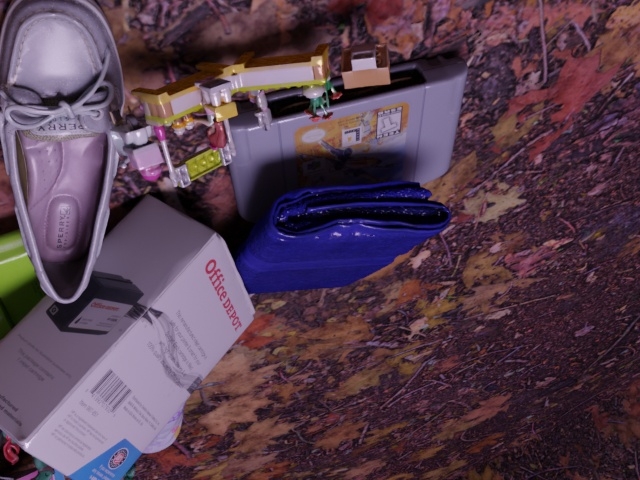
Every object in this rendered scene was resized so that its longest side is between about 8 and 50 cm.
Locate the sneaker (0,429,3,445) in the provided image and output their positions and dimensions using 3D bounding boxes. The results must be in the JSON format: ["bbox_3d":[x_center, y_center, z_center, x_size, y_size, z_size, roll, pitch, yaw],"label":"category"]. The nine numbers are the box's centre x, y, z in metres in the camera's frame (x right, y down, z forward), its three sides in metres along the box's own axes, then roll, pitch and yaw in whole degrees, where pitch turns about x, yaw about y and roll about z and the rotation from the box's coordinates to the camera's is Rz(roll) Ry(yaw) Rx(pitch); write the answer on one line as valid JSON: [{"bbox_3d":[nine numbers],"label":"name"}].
[{"bbox_3d":[-0.659,0.348,1.043,0.384,0.145,0.147,-31,140,8],"label":"sneaker"}]

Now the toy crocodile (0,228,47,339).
[{"bbox_3d":[-0.364,0.101,0.901,0.115,0.105,0.340,-24,144,-15],"label":"toy crocodile"}]

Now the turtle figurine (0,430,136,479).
[{"bbox_3d":[-0.393,0.301,1.024,0.234,0.118,0.175,12,96,-16],"label":"turtle figurine"}]

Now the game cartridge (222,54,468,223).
[{"bbox_3d":[0.032,-0.115,0.846,0.297,0.062,0.198,-15,141,-8],"label":"game cartridge"}]

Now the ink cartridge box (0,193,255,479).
[{"bbox_3d":[-0.241,0.132,0.843,0.307,0.129,0.223,-50,153,-23],"label":"ink cartridge box"}]

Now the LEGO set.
[{"bbox_3d":[-0.067,-0.123,0.686,0.287,0.132,0.107,-20,121,-18],"label":"LEGO set"}]

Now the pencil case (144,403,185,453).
[{"bbox_3d":[-0.274,0.255,1.139,0.124,0.113,0.273,-9,145,-26],"label":"pencil case"}]

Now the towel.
[{"bbox_3d":[0.000,0.000,0.891,0.227,0.076,0.308,-2,164,-21],"label":"towel"}]

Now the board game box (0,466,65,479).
[{"bbox_3d":[-0.632,0.482,1.150,0.242,0.064,0.316,-26,172,39],"label":"board game box"}]

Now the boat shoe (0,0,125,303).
[{"bbox_3d":[-0.254,-0.084,0.670,0.118,0.103,0.320,-1,129,-26],"label":"boat shoe"}]
